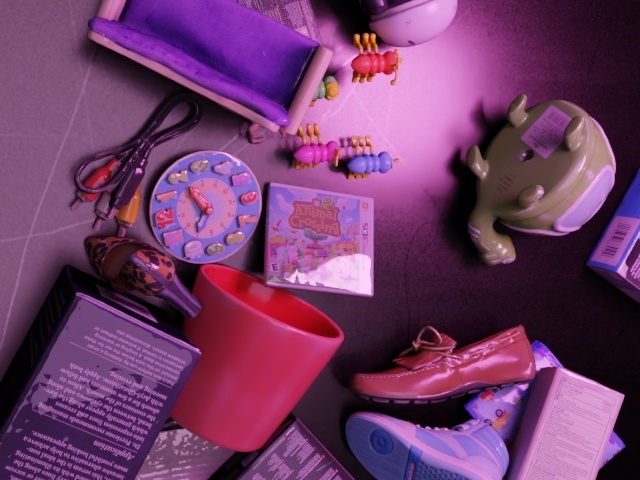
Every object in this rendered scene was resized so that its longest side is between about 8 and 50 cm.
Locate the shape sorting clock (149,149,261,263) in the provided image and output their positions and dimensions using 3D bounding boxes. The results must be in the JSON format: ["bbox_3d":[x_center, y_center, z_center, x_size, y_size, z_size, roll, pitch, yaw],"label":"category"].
[{"bbox_3d":[-0.199,-0.057,1.435,0.206,0.040,0.206,-8,112,-20],"label":"shape sorting clock"}]

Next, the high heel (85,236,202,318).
[{"bbox_3d":[-0.314,0.021,1.284,0.093,0.261,0.186,-56,151,-14],"label":"high heel"}]

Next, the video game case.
[{"bbox_3d":[0.000,0.000,1.506,0.212,0.023,0.193,7,73,-21],"label":"video game case"}]

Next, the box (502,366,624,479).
[{"bbox_3d":[0.457,0.415,1.593,0.148,0.121,0.311,24,80,2],"label":"box"}]

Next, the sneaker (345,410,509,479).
[{"bbox_3d":[0.219,0.403,1.604,0.208,0.319,0.127,-28,140,-55],"label":"sneaker"}]

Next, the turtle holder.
[{"bbox_3d":[0.431,-0.099,1.577,0.227,0.243,0.320,31,76,-38],"label":"turtle holder"}]

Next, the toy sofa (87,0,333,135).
[{"bbox_3d":[-0.169,-0.313,1.291,0.362,0.177,0.150,27,102,-1],"label":"toy sofa"}]

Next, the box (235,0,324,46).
[{"bbox_3d":[-0.091,-0.383,1.430,0.147,0.077,0.180,-24,105,-16],"label":"box"}]

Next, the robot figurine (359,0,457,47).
[{"bbox_3d":[0.137,-0.485,1.456,0.209,0.173,0.278,-23,104,-11],"label":"robot figurine"}]

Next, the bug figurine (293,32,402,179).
[{"bbox_3d":[0.048,-0.219,1.460,0.216,0.072,0.279,-10,121,-17],"label":"bug figurine"}]

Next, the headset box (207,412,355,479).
[{"bbox_3d":[-0.039,0.486,1.476,0.218,0.110,0.293,-44,102,-12],"label":"headset box"}]

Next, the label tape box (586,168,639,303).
[{"bbox_3d":[0.786,0.038,1.791,0.347,0.115,0.249,32,85,-19],"label":"label tape box"}]

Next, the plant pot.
[{"bbox_3d":[-0.133,0.207,1.405,0.274,0.275,0.243,24,98,-21],"label":"plant pot"}]

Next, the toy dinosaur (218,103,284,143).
[{"bbox_3d":[-0.117,-0.223,1.465,0.183,0.053,0.093,-4,83,-27],"label":"toy dinosaur"}]

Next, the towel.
[{"bbox_3d":[-0.221,0.420,1.498,0.282,0.049,0.187,-3,98,-22],"label":"towel"}]

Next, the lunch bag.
[{"bbox_3d":[0.448,0.374,1.710,0.221,0.138,0.293,-37,98,-10],"label":"lunch bag"}]

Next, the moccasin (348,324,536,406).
[{"bbox_3d":[0.237,0.238,1.595,0.379,0.139,0.147,-10,82,-9],"label":"moccasin"}]

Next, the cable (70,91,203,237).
[{"bbox_3d":[-0.320,-0.149,1.391,0.139,0.072,0.287,37,74,-30],"label":"cable"}]

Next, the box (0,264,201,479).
[{"bbox_3d":[-0.393,0.273,1.284,0.212,0.293,0.396,30,86,-21],"label":"box"}]
